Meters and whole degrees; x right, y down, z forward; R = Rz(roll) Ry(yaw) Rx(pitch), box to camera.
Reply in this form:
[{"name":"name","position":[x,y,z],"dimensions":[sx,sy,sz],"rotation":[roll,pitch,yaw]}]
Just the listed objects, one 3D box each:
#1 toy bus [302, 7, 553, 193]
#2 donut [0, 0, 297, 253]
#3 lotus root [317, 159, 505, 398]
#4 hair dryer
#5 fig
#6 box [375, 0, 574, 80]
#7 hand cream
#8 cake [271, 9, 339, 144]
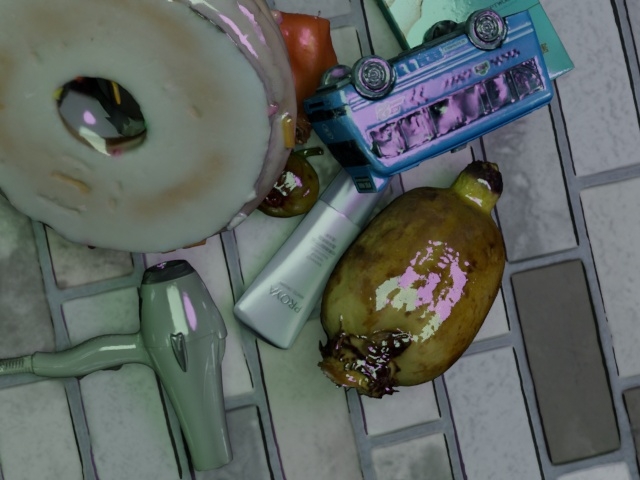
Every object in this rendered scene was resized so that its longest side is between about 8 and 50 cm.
[{"name":"toy bus","position":[0.115,-0.154,1.622],"dimensions":[0.246,0.113,0.134],"rotation":[-25,99,-18]},{"name":"donut","position":[-0.203,-0.160,1.561],"dimensions":[0.382,0.142,0.383],"rotation":[6,124,9]},{"name":"lotus root","position":[0.106,0.045,1.662],"dimensions":[0.169,0.141,0.314],"rotation":[40,75,-7]},{"name":"hair dryer","position":[-0.205,0.171,1.666],"dimensions":[0.267,0.092,0.229],"rotation":[-30,98,7]},{"name":"fig","position":[-0.042,-0.071,1.685],"dimensions":[0.084,0.098,0.082],"rotation":[-17,115,23]},{"name":"box","position":[0.162,-0.255,1.726],"dimensions":[0.162,0.041,0.229],"rotation":[-30,92,-7]},{"name":"hand cream","position":[0.000,0.000,1.695],"dimensions":[0.079,0.048,0.255],"rotation":[35,85,-12]},{"name":"cake","position":[-0.098,-0.211,1.666],"dimensions":[0.287,0.098,0.135],"rotation":[22,79,-11]}]
